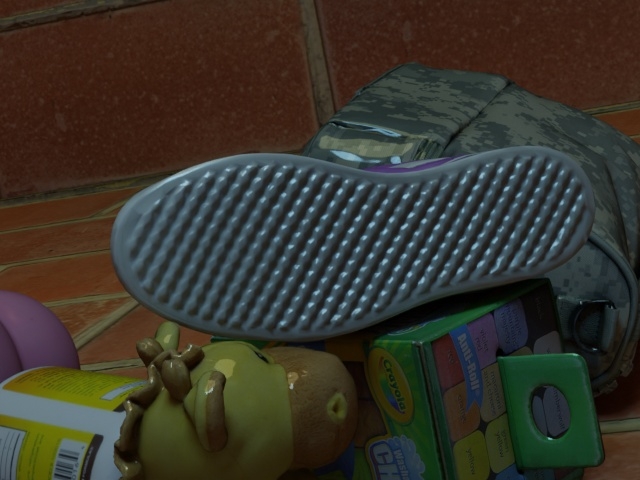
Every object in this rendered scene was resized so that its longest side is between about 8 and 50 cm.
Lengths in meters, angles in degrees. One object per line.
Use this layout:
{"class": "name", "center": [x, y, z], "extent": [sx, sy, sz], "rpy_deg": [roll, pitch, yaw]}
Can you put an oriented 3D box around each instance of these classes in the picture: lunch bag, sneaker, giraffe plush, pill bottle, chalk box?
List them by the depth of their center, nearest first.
{"class": "giraffe plush", "center": [-0.034, 0.123, 0.767], "extent": [0.181, 0.170, 0.210], "rpy_deg": [0, 14, 45]}
{"class": "sneaker", "center": [0.000, 0.001, 0.904], "extent": [0.282, 0.102, 0.161], "rpy_deg": [-3, 2, -24]}
{"class": "chalk box", "center": [0.063, 0.100, 0.909], "extent": [0.213, 0.132, 0.132], "rpy_deg": [-3, 12, 43]}
{"class": "pill bottle", "center": [-0.140, 0.139, 0.948], "extent": [0.117, 0.117, 0.215], "rpy_deg": [-19, 13, -38]}
{"class": "lunch bag", "center": [0.133, 0.001, 1.177], "extent": [0.256, 0.212, 0.305], "rpy_deg": [10, 19, 17]}

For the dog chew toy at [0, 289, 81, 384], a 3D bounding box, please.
{"class": "dog chew toy", "center": [-0.303, 0.113, 1.078], "extent": [0.207, 0.206, 0.332], "rpy_deg": [-3, 4, 38]}
